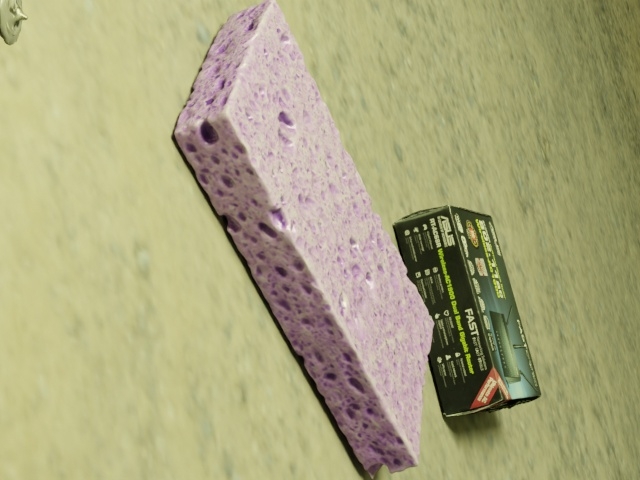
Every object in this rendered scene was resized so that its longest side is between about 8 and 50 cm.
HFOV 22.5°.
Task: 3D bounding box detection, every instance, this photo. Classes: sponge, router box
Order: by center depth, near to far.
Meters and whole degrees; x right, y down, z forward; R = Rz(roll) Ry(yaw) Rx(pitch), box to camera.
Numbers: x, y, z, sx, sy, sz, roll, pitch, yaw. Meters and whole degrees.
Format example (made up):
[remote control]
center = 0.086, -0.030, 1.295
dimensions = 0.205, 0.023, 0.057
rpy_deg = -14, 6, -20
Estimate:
[sponge]
center = 0.000, 0.000, 0.780
dimensions = 0.210, 0.031, 0.117
rpy_deg = 62, 23, -26
[router box]
center = 0.090, 0.043, 0.969
dimensions = 0.092, 0.038, 0.122
rpy_deg = 8, 66, -69

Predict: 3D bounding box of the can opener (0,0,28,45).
[can opener]
center = -0.132, -0.050, 0.466
dimensions = 0.059, 0.073, 0.186
rpy_deg = 108, -6, -45
